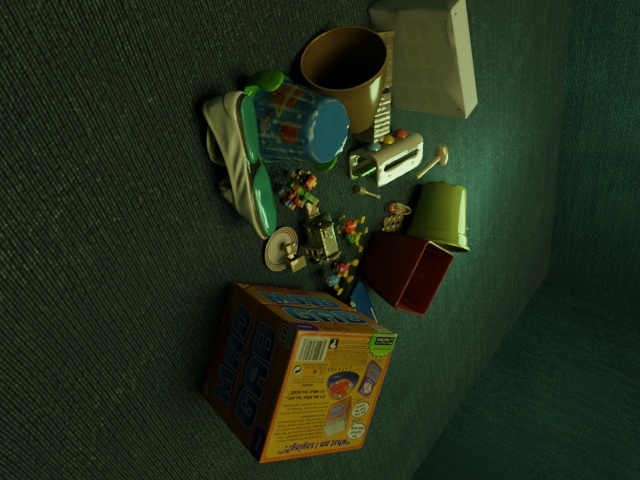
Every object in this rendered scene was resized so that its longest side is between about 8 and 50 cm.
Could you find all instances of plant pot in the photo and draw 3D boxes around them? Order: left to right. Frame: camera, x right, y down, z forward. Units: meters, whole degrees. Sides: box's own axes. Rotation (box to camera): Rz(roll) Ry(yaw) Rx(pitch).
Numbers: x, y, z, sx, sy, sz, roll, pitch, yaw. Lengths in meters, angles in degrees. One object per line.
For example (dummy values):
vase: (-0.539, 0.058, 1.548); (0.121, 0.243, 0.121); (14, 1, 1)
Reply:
plant pot: (0.086, -0.433, 1.528); (0.237, 0.237, 0.254); (-56, 155, -17)
plant pot: (0.305, 0.104, 2.019); (0.267, 0.236, 0.267); (22, 95, -54)
plant pot: (0.487, -0.099, 2.170); (0.276, 0.276, 0.253); (16, 82, -53)

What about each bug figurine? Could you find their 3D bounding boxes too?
bug figurine: (0.086, 0.044, 1.836); (0.216, 0.072, 0.279); (10, 98, -73)

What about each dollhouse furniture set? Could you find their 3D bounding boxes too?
dollhouse furniture set: (-0.040, -0.013, 1.613); (0.161, 0.101, 0.181); (-29, 118, -30)

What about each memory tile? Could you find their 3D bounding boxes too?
memory tile: (0.284, -0.049, 2.116); (0.148, 0.012, 0.113); (-14, 118, -47)

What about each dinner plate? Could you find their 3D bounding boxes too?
dinner plate: (-0.123, 0.025, 1.635); (0.141, 0.017, 0.141); (-28, 128, -43)

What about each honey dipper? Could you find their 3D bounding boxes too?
honey dipper: (0.174, -0.170, 1.905); (0.161, 0.030, 0.030); (9, 100, -54)

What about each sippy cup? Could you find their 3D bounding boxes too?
sippy cup: (-0.056, -0.302, 1.389); (0.305, 0.224, 0.240); (-7, 113, -51)

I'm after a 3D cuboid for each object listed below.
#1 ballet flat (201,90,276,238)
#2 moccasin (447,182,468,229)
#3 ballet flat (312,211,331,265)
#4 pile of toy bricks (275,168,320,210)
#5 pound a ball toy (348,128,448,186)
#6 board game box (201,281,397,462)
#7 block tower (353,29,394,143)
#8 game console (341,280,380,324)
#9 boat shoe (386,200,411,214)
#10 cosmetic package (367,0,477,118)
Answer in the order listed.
ballet flat: (-0.206, -0.183, 1.344); (0.139, 0.139, 0.400); (-38, 134, -35)
moccasin: (0.589, -0.087, 2.394); (0.138, 0.117, 0.342); (-41, 135, -32)
ballet flat: (0.000, 0.000, 1.744); (0.070, 0.070, 0.188); (-21, 119, -45)
pile of toy bricks: (-0.047, -0.130, 1.492); (0.105, 0.212, 0.118); (34, 86, -18)
pound a ball toy: (0.273, -0.296, 1.819); (0.319, 0.208, 0.135); (-31, 130, -39)
board game box: (-0.069, 0.357, 1.519); (0.357, 0.356, 0.356); (11, 99, -39)
block tower: (0.165, -0.488, 1.689); (0.091, 0.097, 0.335); (-28, 129, -42)
game console: (0.094, 0.330, 1.867); (0.293, 0.173, 0.250); (67, 24, -15)
boat shoe: (0.305, -0.124, 2.081); (0.137, 0.043, 0.049); (5, 105, -51)
cosmetic package: (0.333, -0.581, 1.693); (0.097, 0.284, 0.377); (-50, 140, -23)
